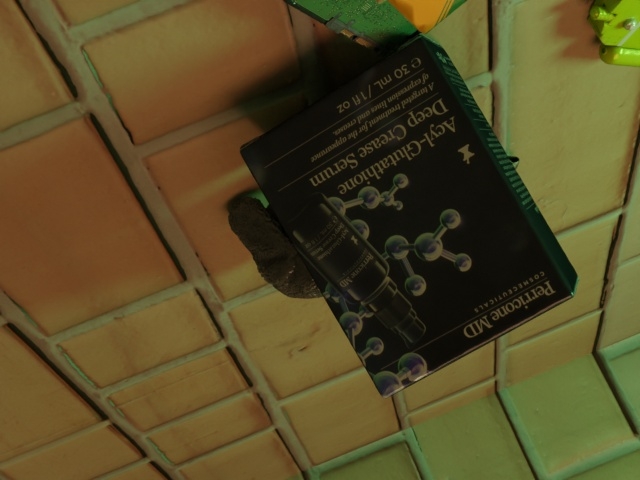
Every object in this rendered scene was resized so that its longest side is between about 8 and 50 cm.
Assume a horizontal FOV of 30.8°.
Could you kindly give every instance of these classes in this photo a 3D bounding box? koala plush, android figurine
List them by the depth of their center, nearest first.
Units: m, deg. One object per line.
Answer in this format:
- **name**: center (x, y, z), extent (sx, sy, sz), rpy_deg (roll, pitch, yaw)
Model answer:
- **android figurine**: center (0.515, -0.356, 1.742), extent (0.273, 0.056, 0.248), rpy_deg (-2, 147, -38)
- **koala plush**: center (0.000, 0.000, 1.868), extent (0.196, 0.203, 0.221), rpy_deg (-30, 165, 18)

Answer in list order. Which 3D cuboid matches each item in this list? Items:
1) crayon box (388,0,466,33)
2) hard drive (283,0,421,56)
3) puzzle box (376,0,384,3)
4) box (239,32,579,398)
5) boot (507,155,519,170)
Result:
- **crayon box**: center (0.081, -0.370, 1.241), extent (0.165, 0.081, 0.278), rpy_deg (-37, 127, 24)
- **hard drive**: center (0.133, -0.374, 1.402), extent (0.339, 0.064, 0.237), rpy_deg (-37, 150, 25)
- **puzzle box**: center (0.059, -0.441, 1.075), extent (0.272, 0.052, 0.409), rpy_deg (-32, 130, 15)
- **box**: center (0.128, -0.034, 1.604), extent (0.293, 0.395, 0.212), rpy_deg (-31, 178, 15)
- **boot**: center (0.287, -0.119, 2.018), extent (0.118, 0.042, 0.087), rpy_deg (-2, 140, -37)
